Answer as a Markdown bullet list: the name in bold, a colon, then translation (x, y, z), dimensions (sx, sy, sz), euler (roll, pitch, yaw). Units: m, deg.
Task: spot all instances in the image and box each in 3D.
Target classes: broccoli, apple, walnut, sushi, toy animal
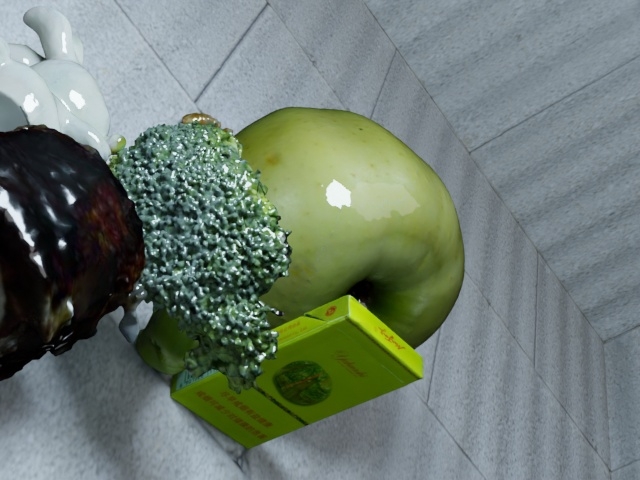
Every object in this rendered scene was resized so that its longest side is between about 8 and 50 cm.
- **broccoli**: translation (-0.189, 0.010, 1.627), dimensions (0.397, 0.275, 0.353), euler (153, -51, -79)
- **apple**: translation (0.000, 0.000, 1.948), dimensions (0.473, 0.474, 0.473), euler (44, 28, -32)
- **walnut**: translation (-0.187, -0.167, 2.204), dimensions (0.170, 0.069, 0.143), euler (40, 29, -44)
- **sushi**: translation (-0.378, 0.018, 1.345), dimensions (0.294, 0.299, 0.281), euler (-24, 104, -67)
- **toy animal**: translation (-0.405, -0.186, 1.657), dimensions (0.247, 0.183, 0.310), euler (56, 24, -9)

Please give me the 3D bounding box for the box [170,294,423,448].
- **box**: translation (-0.037, 0.201, 1.752), dimensions (0.187, 0.335, 0.047), euler (42, 35, -35)
